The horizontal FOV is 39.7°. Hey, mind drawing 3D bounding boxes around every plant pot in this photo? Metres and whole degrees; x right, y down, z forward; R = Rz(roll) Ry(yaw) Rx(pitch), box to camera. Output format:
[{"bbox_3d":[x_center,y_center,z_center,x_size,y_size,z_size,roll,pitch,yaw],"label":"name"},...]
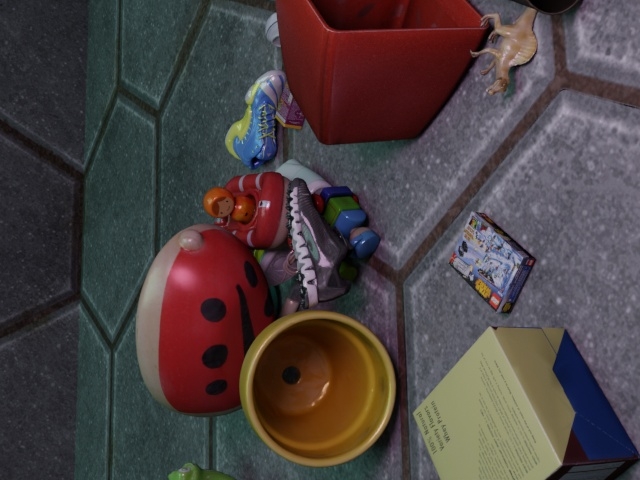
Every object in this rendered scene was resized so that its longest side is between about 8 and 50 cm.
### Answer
[{"bbox_3d":[-0.026,0.245,1.538,0.239,0.254,0.253,170,103,-75],"label":"plant pot"},{"bbox_3d":[0.071,-0.304,1.441,0.267,0.268,0.235,-117,29,-43],"label":"plant pot"}]

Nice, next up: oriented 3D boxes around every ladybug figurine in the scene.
[{"bbox_3d":[-0.195,0.166,1.653,0.162,0.305,0.449,23,141,28],"label":"ladybug figurine"}]

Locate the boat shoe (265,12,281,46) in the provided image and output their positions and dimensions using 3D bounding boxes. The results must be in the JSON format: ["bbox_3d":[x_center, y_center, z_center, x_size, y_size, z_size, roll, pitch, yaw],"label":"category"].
[{"bbox_3d":[-0.038,-0.421,1.790,0.258,0.095,0.084,-7,75,61],"label":"boat shoe"}]

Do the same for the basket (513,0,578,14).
[{"bbox_3d":[0.245,-0.425,1.220,0.227,0.154,0.204,33,143,54],"label":"basket"}]

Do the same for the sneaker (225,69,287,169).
[{"bbox_3d":[-0.117,-0.252,1.933,0.126,0.091,0.240,55,134,23],"label":"sneaker"}]

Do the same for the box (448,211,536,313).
[{"bbox_3d":[0.247,0.031,1.292,0.137,0.027,0.093,52,128,50],"label":"box"}]

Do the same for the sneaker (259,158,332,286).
[{"bbox_3d":[-0.073,-0.039,1.788,0.151,0.094,0.255,49,117,44],"label":"sneaker"}]

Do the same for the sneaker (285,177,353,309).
[{"bbox_3d":[0.000,0.000,1.531,0.078,0.106,0.234,108,153,-70],"label":"sneaker"}]

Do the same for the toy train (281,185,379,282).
[{"bbox_3d":[0.013,0.034,1.640,0.143,0.105,0.248,52,130,33],"label":"toy train"}]

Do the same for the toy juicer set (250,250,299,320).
[{"bbox_3d":[-0.126,0.111,1.889,0.209,0.090,0.329,-49,59,21],"label":"toy juicer set"}]

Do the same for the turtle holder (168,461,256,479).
[{"bbox_3d":[-0.194,0.579,1.770,0.243,0.228,0.320,-45,49,49],"label":"turtle holder"}]

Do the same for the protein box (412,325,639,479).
[{"bbox_3d":[0.254,0.249,1.138,0.201,0.136,0.199,-58,40,37],"label":"protein box"}]

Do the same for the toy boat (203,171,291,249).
[{"bbox_3d":[-0.154,-0.063,1.696,0.231,0.151,0.150,-2,79,53],"label":"toy boat"}]

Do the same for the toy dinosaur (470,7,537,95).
[{"bbox_3d":[0.278,-0.296,1.286,0.093,0.053,0.183,30,100,39],"label":"toy dinosaur"}]

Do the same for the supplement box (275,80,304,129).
[{"bbox_3d":[-0.057,-0.282,1.851,0.055,0.043,0.083,53,131,49],"label":"supplement box"}]
